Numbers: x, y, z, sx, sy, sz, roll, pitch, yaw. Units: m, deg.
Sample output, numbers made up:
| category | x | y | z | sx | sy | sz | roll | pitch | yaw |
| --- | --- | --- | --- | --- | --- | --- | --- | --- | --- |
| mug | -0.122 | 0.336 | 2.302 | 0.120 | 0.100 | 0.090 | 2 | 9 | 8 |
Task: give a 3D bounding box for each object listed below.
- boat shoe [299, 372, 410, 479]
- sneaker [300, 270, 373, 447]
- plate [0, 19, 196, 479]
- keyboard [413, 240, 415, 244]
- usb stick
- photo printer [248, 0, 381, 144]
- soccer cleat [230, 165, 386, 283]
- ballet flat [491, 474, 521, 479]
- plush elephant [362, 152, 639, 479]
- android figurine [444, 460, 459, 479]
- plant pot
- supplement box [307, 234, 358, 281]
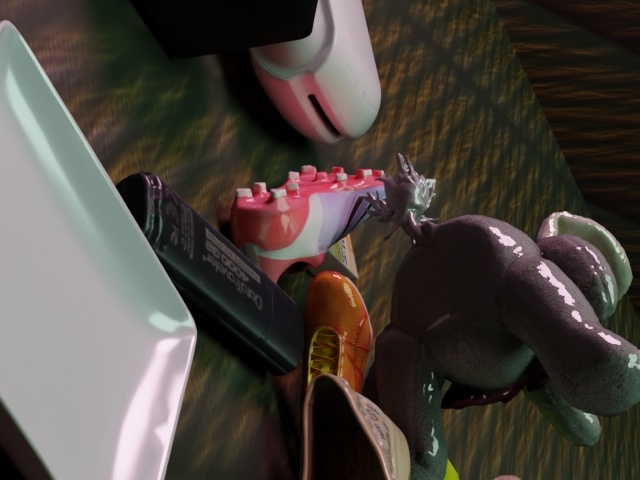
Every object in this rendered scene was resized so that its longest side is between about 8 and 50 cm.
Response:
| category | x | y | z | sx | sy | sz | roll | pitch | yaw |
| --- | --- | --- | --- | --- | --- | --- | --- | --- | --- |
| boat shoe | 0.022 | 0.216 | 1.244 | 0.089 | 0.105 | 0.285 | 54 | 12 | -26 |
| sneaker | 0.012 | 0.114 | 1.392 | 0.067 | 0.064 | 0.175 | -32 | 121 | -76 |
| plate | -0.174 | 0.036 | 0.991 | 0.277 | 0.045 | 0.278 | 61 | 19 | -27 |
| keyboard | 0.170 | 0.041 | 2.148 | 0.256 | 0.014 | 0.072 | 36 | 43 | -62 |
| usb stick | -0.085 | 0.032 | 1.281 | 0.278 | 0.045 | 0.077 | 46 | 36 | -55 |
| photo printer | -0.020 | -0.257 | 1.654 | 0.256 | 0.107 | 0.307 | 43 | 33 | -73 |
| soccer cleat | -0.008 | -0.016 | 1.488 | 0.248 | 0.083 | 0.095 | -18 | 110 | -62 |
| ballet flat | 0.209 | 0.329 | 1.748 | 0.107 | 0.106 | 0.316 | -52 | 162 | -23 |
| plush elephant | 0.178 | 0.093 | 1.484 | 0.255 | 0.272 | 0.330 | 29 | 32 | -48 |
| android figurine | 0.091 | 0.275 | 1.548 | 0.273 | 0.056 | 0.248 | 43 | 31 | -55 |
| plant pot | -0.080 | -0.270 | 1.417 | 0.187 | 0.188 | 0.167 | -83 | 161 | -57 |
| supplement box | 0.000 | 0.000 | 1.599 | 0.098 | 0.036 | 0.062 | 44 | 30 | -57 |
